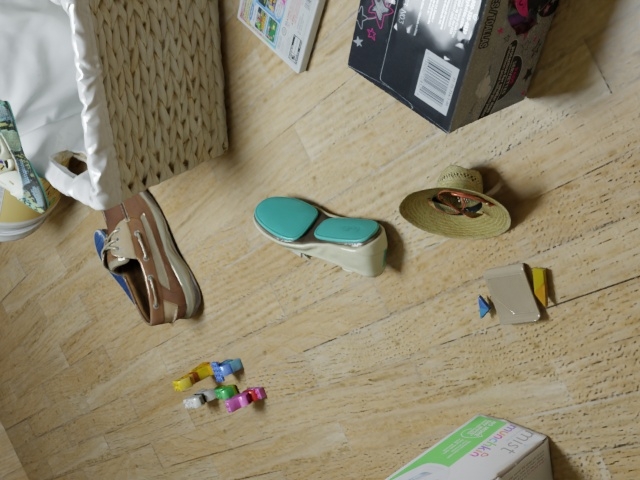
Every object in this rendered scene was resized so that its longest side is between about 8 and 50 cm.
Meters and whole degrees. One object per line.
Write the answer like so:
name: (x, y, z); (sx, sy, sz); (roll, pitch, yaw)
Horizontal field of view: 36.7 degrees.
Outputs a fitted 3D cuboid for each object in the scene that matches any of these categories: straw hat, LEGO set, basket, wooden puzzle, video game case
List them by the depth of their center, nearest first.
straw hat: (0.166, -0.057, 1.158); (0.144, 0.145, 0.061); (-20, 52, 54)
wooden puzzle: (0.237, 0.066, 1.186); (0.116, 0.014, 0.078); (-3, 103, 52)
video game case: (-0.052, -0.331, 1.313); (0.143, 0.019, 0.157); (46, 140, 25)
basket: (-0.337, -0.268, 1.493); (0.328, 0.266, 0.331); (26, 128, 41)
LEGO set: (-0.211, 0.272, 1.789); (0.227, 0.093, 0.087); (-15, 98, 53)

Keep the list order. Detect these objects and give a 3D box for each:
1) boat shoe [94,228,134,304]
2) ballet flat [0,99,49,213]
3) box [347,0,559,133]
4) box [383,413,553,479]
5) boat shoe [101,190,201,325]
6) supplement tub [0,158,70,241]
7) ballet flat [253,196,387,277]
boat shoe: (-0.373, 0.049, 1.884); (0.183, 0.066, 0.066); (56, 145, 3)
ballet flat: (-0.483, -0.122, 1.487); (0.070, 0.070, 0.188); (-15, 99, 53)
box: (0.151, -0.265, 0.996); (0.163, 0.142, 0.247); (39, 138, 29)
box: (0.181, 0.390, 1.230); (0.127, 0.262, 0.231); (11, 119, 48)
boat shoe: (-0.345, 0.013, 1.787); (0.324, 0.116, 0.123); (57, 143, 11)
supplement tub: (-0.623, -0.171, 1.923); (0.241, 0.241, 0.331); (53, 142, 17)
ballet flat: (0.000, 0.000, 1.393); (0.248, 0.086, 0.086); (18, 123, 44)
